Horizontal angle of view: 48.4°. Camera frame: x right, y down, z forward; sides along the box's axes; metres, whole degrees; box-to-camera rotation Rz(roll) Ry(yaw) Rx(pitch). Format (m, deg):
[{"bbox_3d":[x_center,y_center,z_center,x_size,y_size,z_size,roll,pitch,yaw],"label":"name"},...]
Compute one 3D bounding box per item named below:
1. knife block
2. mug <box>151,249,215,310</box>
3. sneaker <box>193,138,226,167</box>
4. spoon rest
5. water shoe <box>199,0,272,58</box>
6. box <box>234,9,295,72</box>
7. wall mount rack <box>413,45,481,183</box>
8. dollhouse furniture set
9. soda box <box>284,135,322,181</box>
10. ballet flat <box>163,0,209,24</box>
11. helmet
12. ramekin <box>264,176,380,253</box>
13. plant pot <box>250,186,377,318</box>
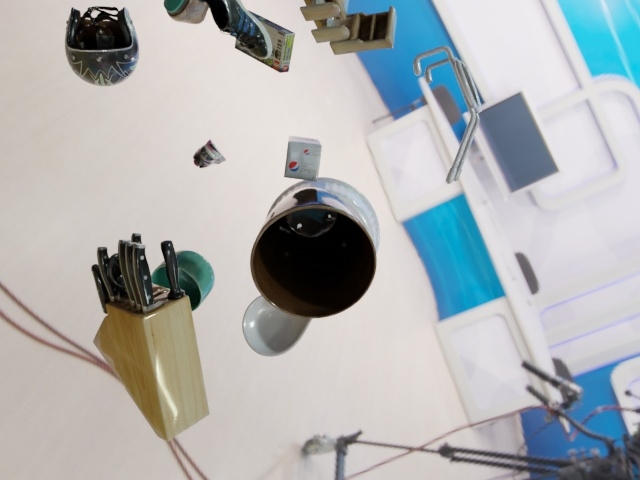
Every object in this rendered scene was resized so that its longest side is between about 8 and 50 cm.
[{"bbox_3d":[-0.240,0.130,1.061,0.088,0.242,0.275,-27,74,-43],"label":"knife block"},{"bbox_3d":[-0.319,0.084,1.630,0.097,0.158,0.129,-55,152,-54],"label":"mug"},{"bbox_3d":[-0.314,-0.233,1.953,0.072,0.077,0.178,55,-1,1],"label":"sneaker"},{"bbox_3d":[-0.039,0.140,1.498,0.137,0.276,0.084,60,0,21],"label":"spoon rest"},{"bbox_3d":[-0.181,-0.447,1.478,0.203,0.073,0.080,51,52,-31],"label":"water shoe"},{"bbox_3d":[-0.161,-0.566,2.018,0.036,0.114,0.207,-19,44,-42],"label":"box"},{"bbox_3d":[0.325,-0.302,1.719,0.350,0.130,0.304,-23,94,-73],"label":"wall mount rack"},{"bbox_3d":[0.077,-0.584,1.755,0.242,0.161,0.212,53,41,-56],"label":"dollhouse furniture set"},{"bbox_3d":[-0.037,-0.172,1.469,0.216,0.069,0.074,-103,-160,-78],"label":"soda box"},{"bbox_3d":[-0.214,-0.597,1.519,0.106,0.316,0.107,16,32,-51],"label":"ballet flat"},{"bbox_3d":[-0.466,-0.409,1.522,0.169,0.169,0.161,7,77,-65],"label":"helmet"},{"bbox_3d":[0.000,0.000,1.629,0.277,0.277,0.135,61,8,-9],"label":"ramekin"},{"bbox_3d":[-0.015,-0.009,1.307,0.215,0.215,0.230,56,13,-23],"label":"plant pot"}]
